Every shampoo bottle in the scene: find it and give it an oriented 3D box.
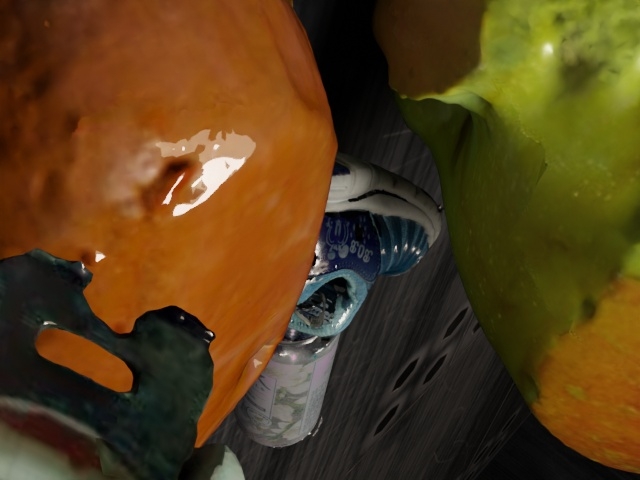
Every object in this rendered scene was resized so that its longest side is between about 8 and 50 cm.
[{"bbox_3d":[-0.023,0.074,0.964,0.072,0.072,0.214,-45,164,-25],"label":"shampoo bottle"}]

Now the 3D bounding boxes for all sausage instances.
[{"bbox_3d":[-0.083,-0.010,0.495,0.153,0.141,0.268,-41,160,-36],"label":"sausage"}]

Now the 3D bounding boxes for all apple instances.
[{"bbox_3d":[0.188,-0.083,0.751,0.384,0.374,0.374,-52,165,-24],"label":"apple"}]

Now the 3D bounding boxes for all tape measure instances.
[{"bbox_3d":[-0.150,0.136,0.387,0.243,0.125,0.246,-27,-144,57],"label":"tape measure"}]

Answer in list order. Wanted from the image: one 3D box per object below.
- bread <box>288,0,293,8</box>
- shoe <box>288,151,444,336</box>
[{"bbox_3d":[-0.040,-0.084,0.622,0.062,0.109,0.043,-2,141,-9],"label":"bread"},{"bbox_3d":[0.000,0.000,0.813,0.207,0.091,0.106,7,104,-66],"label":"shoe"}]
